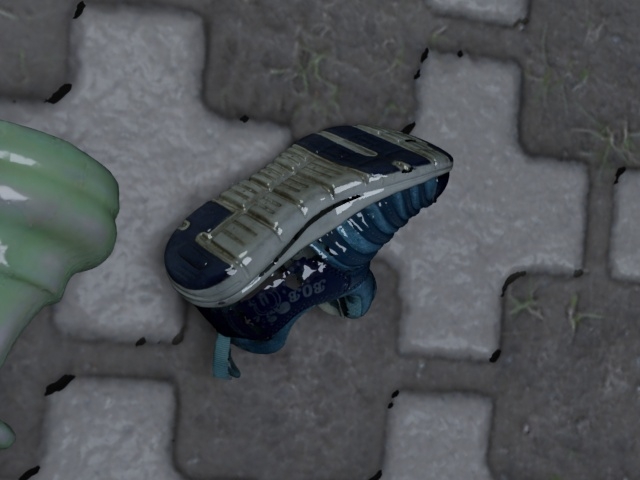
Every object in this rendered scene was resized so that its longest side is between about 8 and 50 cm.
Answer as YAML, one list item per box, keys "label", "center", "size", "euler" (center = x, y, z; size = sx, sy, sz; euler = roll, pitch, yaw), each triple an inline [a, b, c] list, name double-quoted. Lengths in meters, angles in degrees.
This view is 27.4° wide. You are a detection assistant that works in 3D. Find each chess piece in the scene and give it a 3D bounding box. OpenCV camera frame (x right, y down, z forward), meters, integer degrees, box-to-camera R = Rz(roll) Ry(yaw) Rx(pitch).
- label: "chess piece"
  center: [-0.198, 0.080, 0.690]
  size: [0.139, 0.139, 0.272]
  euler: [17, 73, -23]

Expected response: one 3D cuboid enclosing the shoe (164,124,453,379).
- label: "shoe"
  center: [0.000, 0.000, 0.833]
  size: [0.207, 0.091, 0.106]
  euler: [-36, 127, -22]
